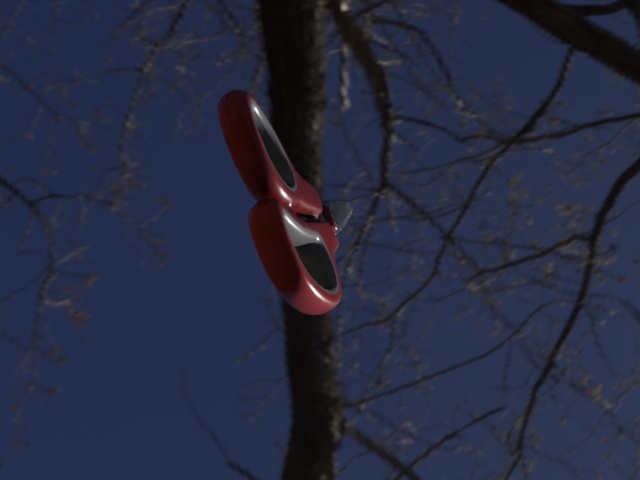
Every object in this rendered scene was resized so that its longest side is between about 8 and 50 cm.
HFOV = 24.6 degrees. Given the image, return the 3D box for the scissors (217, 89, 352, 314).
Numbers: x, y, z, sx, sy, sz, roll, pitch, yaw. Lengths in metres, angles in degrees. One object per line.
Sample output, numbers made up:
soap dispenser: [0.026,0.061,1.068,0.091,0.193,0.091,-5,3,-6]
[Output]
scissors: [0.000,0.000,0.776,0.021,0.297,0.109,-24,-104,7]
